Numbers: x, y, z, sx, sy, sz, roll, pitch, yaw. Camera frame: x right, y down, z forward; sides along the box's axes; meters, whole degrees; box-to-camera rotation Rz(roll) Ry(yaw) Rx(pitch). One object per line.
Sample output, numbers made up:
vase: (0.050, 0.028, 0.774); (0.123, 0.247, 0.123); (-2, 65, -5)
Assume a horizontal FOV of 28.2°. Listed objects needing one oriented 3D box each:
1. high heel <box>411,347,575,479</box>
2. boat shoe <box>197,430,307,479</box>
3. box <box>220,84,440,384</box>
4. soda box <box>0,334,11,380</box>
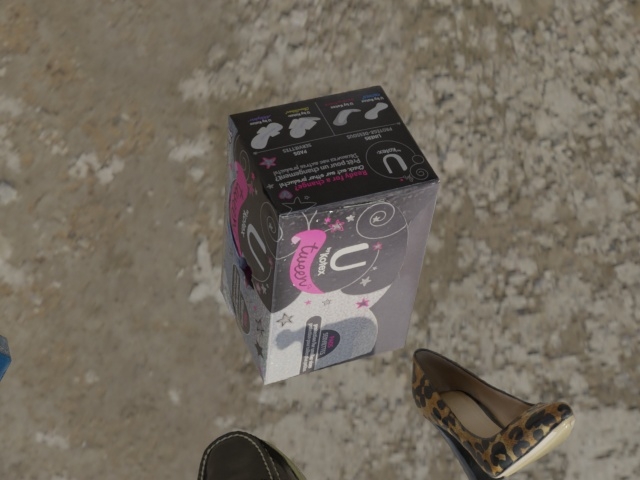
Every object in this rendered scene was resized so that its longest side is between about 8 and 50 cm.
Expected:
high heel: (0.186, 0.176, 1.460); (0.186, 0.093, 0.261); (60, 153, 13)
boat shoe: (-0.045, 0.184, 0.777); (0.080, 0.223, 0.073); (-29, 122, 7)
box: (0.000, 0.000, 1.224); (0.163, 0.142, 0.247); (-14, 139, -19)
soda box: (-0.374, 0.078, 1.087); (0.210, 0.067, 0.071); (29, 93, -22)
